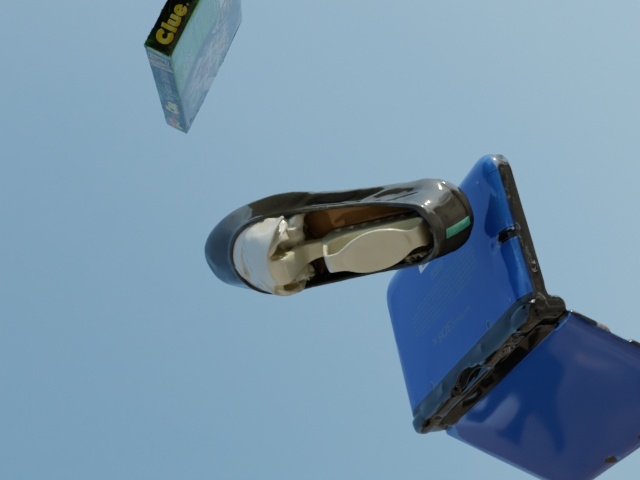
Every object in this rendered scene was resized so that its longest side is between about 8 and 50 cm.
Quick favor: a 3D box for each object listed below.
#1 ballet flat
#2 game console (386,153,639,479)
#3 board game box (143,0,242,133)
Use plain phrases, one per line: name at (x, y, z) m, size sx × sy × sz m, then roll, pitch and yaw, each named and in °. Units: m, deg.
ballet flat at (0.000, 0.000, 1.127) m, size 0.095 × 0.280 × 0.096 m, roll 69°, pitch -154°, yaw -15°
game console at (0.206, 0.090, 1.206) m, size 0.173 × 0.250 × 0.293 m, roll -1°, pitch -28°, yaw -20°
board game box at (-0.112, -0.193, 1.144) m, size 0.136 × 0.030 × 0.260 m, roll -63°, pitch -1°, yaw -10°
